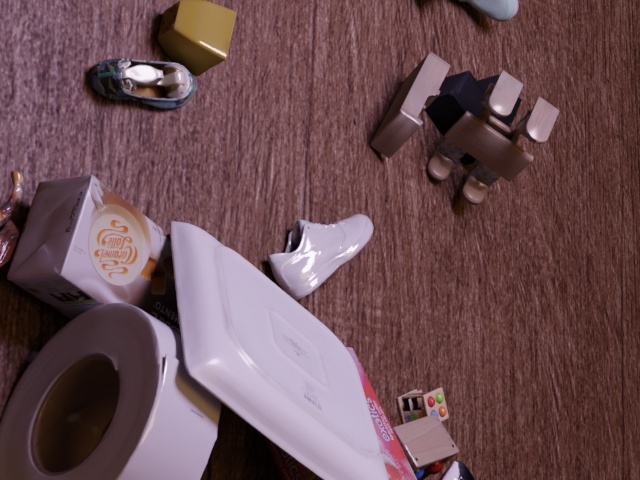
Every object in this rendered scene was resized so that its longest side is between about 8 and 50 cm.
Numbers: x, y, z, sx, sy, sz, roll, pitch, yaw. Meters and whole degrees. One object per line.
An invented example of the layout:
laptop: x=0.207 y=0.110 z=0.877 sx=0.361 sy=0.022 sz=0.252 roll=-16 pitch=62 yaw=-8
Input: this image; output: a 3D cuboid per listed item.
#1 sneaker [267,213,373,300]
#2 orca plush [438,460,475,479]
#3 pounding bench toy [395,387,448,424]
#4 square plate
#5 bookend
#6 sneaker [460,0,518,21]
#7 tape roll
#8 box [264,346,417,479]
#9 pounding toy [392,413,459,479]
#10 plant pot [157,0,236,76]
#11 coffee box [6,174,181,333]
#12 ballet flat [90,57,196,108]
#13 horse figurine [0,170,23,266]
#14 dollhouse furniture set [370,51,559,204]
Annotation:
sneaker: x=0.000 y=0.000 z=2.037 sx=0.094 sy=0.080 sz=0.212 roll=55 pitch=46 yaw=-8
orca plush: x=0.162 y=0.472 z=2.008 sx=0.102 sy=0.151 sz=0.287 roll=36 pitch=58 yaw=5
pounding bench toy: x=0.177 y=0.266 z=2.176 sx=0.083 sy=0.065 sz=0.052 roll=-16 pitch=93 yaw=-49
square plate: x=-0.042 y=0.148 z=1.664 sx=0.347 sy=0.049 sz=0.344 roll=41 pitch=15 yaw=-27
bookend: x=0.269 y=-0.246 z=2.388 sx=0.157 sy=0.072 sz=0.156 roll=50 pitch=48 yaw=-28
sneaker: x=0.244 y=-0.445 z=2.386 sx=0.256 sy=0.094 sz=0.151 roll=40 pitch=48 yaw=-24
tape roll: x=-0.248 y=0.217 z=1.546 sx=0.100 sy=0.286 sz=0.286 roll=37 pitch=56 yaw=-37
box: x=0.017 y=0.281 z=1.870 sx=0.123 sy=0.128 sz=0.257 roll=12 pitch=44 yaw=-47
pounding toy: x=0.135 y=0.352 z=2.072 sx=0.130 sy=0.141 sz=0.100 roll=-8 pitch=60 yaw=-49
plant pot: x=-0.180 y=-0.293 z=1.894 sx=0.083 sy=0.081 sz=0.081 roll=24 pitch=64 yaw=-30
coffee box: x=-0.258 y=0.041 z=1.690 sx=0.246 sy=0.098 sz=0.141 roll=42 pitch=52 yaw=-44
ballet flat: x=-0.224 y=-0.216 z=1.835 sx=0.188 sy=0.070 sz=0.070 roll=-8 pitch=88 yaw=-49
horse figurine: x=-0.443 y=-0.036 z=1.548 sx=0.263 sy=0.066 sz=0.174 roll=35 pitch=55 yaw=-38
dollhouse furniture set: x=0.230 y=-0.170 z=2.234 sx=0.242 sy=0.212 sz=0.161 roll=34 pitch=52 yaw=-7
